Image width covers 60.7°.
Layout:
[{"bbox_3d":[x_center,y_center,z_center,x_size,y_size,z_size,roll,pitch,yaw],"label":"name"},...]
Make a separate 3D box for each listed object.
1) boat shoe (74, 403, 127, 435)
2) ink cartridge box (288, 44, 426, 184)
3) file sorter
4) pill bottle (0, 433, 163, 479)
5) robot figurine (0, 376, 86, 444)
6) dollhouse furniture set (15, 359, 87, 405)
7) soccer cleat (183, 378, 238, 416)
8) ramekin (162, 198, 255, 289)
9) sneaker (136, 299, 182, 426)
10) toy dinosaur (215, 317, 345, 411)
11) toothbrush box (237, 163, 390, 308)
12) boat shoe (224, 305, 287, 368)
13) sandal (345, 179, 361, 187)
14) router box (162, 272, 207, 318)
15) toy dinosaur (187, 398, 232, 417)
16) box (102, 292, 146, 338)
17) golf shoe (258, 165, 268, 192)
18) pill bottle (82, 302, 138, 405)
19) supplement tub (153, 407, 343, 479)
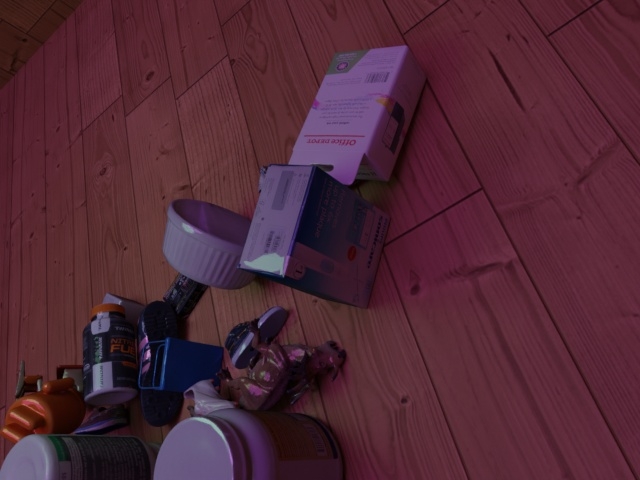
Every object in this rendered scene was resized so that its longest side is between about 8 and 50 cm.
[{"bbox_3d":[-0.611,0.502,1.530,0.183,0.066,0.066,-19,58,19],"label":"boat shoe"},{"bbox_3d":[0.078,-0.254,1.231,0.207,0.119,0.354,9,70,38],"label":"ink cartridge box"},{"bbox_3d":[-0.338,0.310,1.329,0.104,0.170,0.118,-12,66,37],"label":"file sorter"},{"bbox_3d":[-0.504,0.547,1.236,0.204,0.361,0.204,-14,65,32],"label":"pill bottle"},{"bbox_3d":[-0.645,0.414,1.294,0.128,0.219,0.158,-14,85,7],"label":"robot figurine"},{"bbox_3d":[-0.689,0.386,1.520,0.259,0.261,0.135,131,139,-52],"label":"dollhouse furniture set"},{"bbox_3d":[-0.235,0.376,1.212,0.196,0.076,0.068,24,126,48],"label":"soccer cleat"},{"bbox_3d":[-0.255,0.012,1.326,0.273,0.272,0.127,37,108,39],"label":"ramekin"},{"bbox_3d":[-0.432,0.329,1.452,0.131,0.112,0.319,-33,56,56],"label":"sneaker"},{"bbox_3d":[-0.103,0.307,1.192,0.200,0.127,0.296,45,107,31],"label":"toy dinosaur"},{"bbox_3d":[0.000,0.000,1.112,0.126,0.295,0.217,9,78,37],"label":"toothbrush box"},{"bbox_3d":[-0.161,0.212,1.300,0.183,0.065,0.083,-50,45,6],"label":"boat shoe"},{"bbox_3d":[0.018,-0.119,1.297,0.180,0.049,0.072,-28,43,7],"label":"sandal"},{"bbox_3d":[-0.370,0.139,1.498,0.092,0.038,0.122,39,97,38],"label":"router box"},{"bbox_3d":[-0.242,0.444,1.279,0.268,0.064,0.118,43,107,42],"label":"toy dinosaur"},{"bbox_3d":[-0.574,0.219,1.578,0.087,0.102,0.101,13,81,41],"label":"box"},{"bbox_3d":[-0.101,-0.119,1.393,0.176,0.069,0.086,44,121,41],"label":"golf shoe"},{"bbox_3d":[-0.546,0.289,1.414,0.130,0.130,0.246,-30,58,24],"label":"pill bottle"},{"bbox_3d":[-0.127,0.437,1.028,0.228,0.316,0.229,-14,65,32],"label":"supplement tub"}]
